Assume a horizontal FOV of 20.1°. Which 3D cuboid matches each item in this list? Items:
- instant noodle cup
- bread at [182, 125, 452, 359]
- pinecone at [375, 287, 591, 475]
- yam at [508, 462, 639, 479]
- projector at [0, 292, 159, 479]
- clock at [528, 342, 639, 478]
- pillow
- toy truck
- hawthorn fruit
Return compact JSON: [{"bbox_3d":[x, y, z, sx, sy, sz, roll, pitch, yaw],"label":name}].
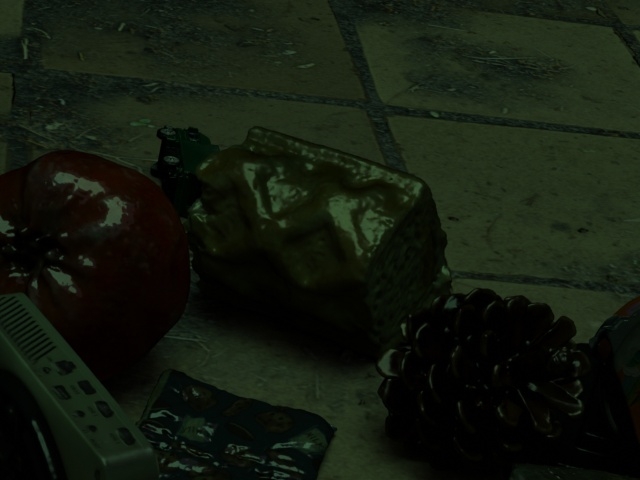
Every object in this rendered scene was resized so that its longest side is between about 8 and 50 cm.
[{"bbox_3d":[0.347,0.125,1.784,0.208,0.177,0.125,41,5,-12],"label":"instant noodle cup"},{"bbox_3d":[-0.003,0.002,1.978,0.252,0.238,0.196,20,68,26],"label":"bread"},{"bbox_3d":[0.170,0.134,1.762,0.212,0.168,0.185,-12,54,37],"label":"pinecone"},{"bbox_3d":[0.242,0.256,1.647,0.183,0.107,0.107,8,26,-8],"label":"yam"},{"bbox_3d":[-0.218,0.209,1.394,0.079,0.259,0.257,-9,32,-32],"label":"projector"},{"bbox_3d":[0.368,0.199,1.867,0.273,0.049,0.279,14,26,10],"label":"clock"},{"bbox_3d":[-0.098,0.208,1.702,0.189,0.034,0.255,16,25,8],"label":"pillow"},{"bbox_3d":[-0.166,-0.087,2.231,0.079,0.065,0.147,6,26,-14],"label":"toy truck"},{"bbox_3d":[-0.238,0.032,1.832,0.242,0.242,0.271,21,-1,21],"label":"hawthorn fruit"}]
